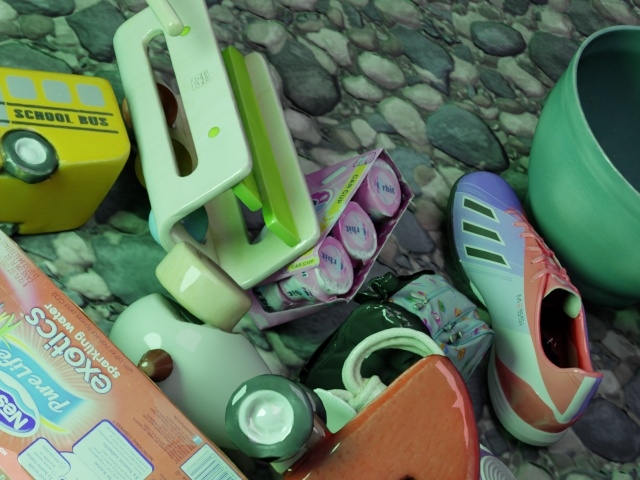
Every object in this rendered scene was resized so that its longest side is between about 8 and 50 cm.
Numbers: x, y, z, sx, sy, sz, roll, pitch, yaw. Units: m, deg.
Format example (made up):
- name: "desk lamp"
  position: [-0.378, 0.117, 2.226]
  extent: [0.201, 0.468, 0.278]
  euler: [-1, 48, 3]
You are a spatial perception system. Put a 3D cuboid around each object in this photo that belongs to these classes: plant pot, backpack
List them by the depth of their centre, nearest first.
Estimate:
- name: "backpack"
  position: [0.076, 0.100, 1.719]
  extent: [0.115, 0.152, 0.182]
  euler: [47, 28, 11]
- name: "plant pot"
  position: [0.333, -0.052, 1.982]
  extent: [0.293, 0.196, 0.293]
  euler: [20, 45, -21]

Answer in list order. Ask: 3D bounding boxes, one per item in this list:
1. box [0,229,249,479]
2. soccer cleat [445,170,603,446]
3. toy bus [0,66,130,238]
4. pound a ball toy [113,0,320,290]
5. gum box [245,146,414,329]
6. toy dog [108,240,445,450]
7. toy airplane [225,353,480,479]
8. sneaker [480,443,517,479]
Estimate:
- name: "box"
  position: [-0.224, 0.154, 1.439]
  extent: [0.300, 0.142, 0.154]
  euler: [44, 48, 5]
- name: "soccer cleat"
  position: [0.207, 0.045, 1.867]
  extent: [0.108, 0.116, 0.318]
  euler: [12, 49, -27]
- name: "toy bus"
  position: [-0.332, -0.080, 1.598]
  extent: [0.332, 0.108, 0.130]
  euler: [3, 53, -34]
- name: "pound a ball toy"
  position: [-0.137, -0.127, 1.714]
  extent: [0.208, 0.135, 0.319]
  euler: [44, 19, -43]
- name: "gum box"
  position: [0.000, 0.000, 1.755]
  extent: [0.062, 0.107, 0.188]
  euler: [56, 38, -20]
- name: "toy dog"
  position: [-0.057, 0.149, 1.539]
  extent: [0.333, 0.220, 0.161]
  euler: [22, 12, -7]
- name: "toy airplane"
  position: [-0.003, 0.308, 1.294]
  extent: [0.272, 0.384, 0.386]
  euler: [26, 41, 7]
- name: "sneaker"
  position: [0.103, 0.279, 1.579]
  extent: [0.114, 0.152, 0.305]
  euler: [46, 24, -22]
